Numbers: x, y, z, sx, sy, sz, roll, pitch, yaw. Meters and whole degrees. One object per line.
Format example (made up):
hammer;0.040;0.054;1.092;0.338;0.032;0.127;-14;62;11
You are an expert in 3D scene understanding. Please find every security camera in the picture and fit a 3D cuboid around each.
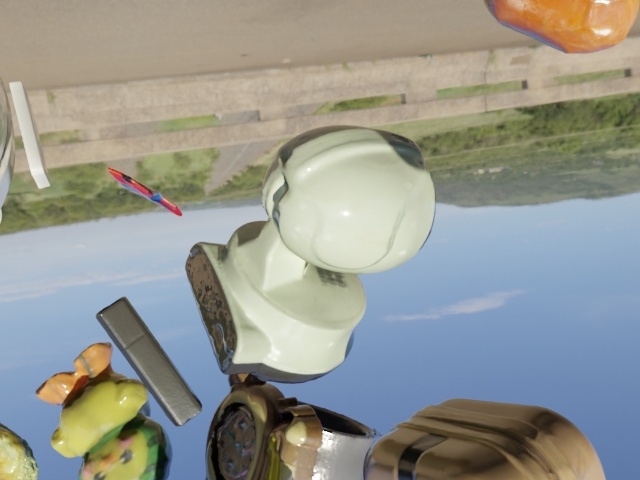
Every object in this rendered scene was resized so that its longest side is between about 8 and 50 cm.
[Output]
security camera;0.000;0.000;0.584;0.191;0.277;0.197;7;-142;-37

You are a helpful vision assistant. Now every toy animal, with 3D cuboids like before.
toy animal;-0.440;0.406;1.164;0.216;0.338;0.191;-38;158;-6

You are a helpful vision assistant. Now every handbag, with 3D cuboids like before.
handbag;0.150;0.307;0.533;0.149;0.302;0.283;-20;-174;-27

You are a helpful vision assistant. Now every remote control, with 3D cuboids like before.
remote control;-0.698;-0.254;1.309;0.034;0.250;0.103;-15;167;-20
remote control;-0.295;0.211;0.944;0.063;0.245;0.025;-37;-173;-23

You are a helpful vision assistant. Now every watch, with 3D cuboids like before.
watch;-0.038;0.441;1.124;0.327;0.314;0.335;21;169;-37

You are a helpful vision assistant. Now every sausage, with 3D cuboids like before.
sausage;0.399;-0.415;0.912;0.268;0.153;0.141;31;167;7

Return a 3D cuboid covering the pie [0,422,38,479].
pie;-0.551;0.378;0.760;0.302;0.302;0.067;-12;-156;-37

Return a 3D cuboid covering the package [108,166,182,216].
package;-0.312;-0.084;0.990;0.083;0.022;0.200;26;172;5

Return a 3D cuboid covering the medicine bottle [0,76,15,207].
medicine bottle;-0.344;-0.084;0.370;0.235;0.236;0.406;-10;174;-25
